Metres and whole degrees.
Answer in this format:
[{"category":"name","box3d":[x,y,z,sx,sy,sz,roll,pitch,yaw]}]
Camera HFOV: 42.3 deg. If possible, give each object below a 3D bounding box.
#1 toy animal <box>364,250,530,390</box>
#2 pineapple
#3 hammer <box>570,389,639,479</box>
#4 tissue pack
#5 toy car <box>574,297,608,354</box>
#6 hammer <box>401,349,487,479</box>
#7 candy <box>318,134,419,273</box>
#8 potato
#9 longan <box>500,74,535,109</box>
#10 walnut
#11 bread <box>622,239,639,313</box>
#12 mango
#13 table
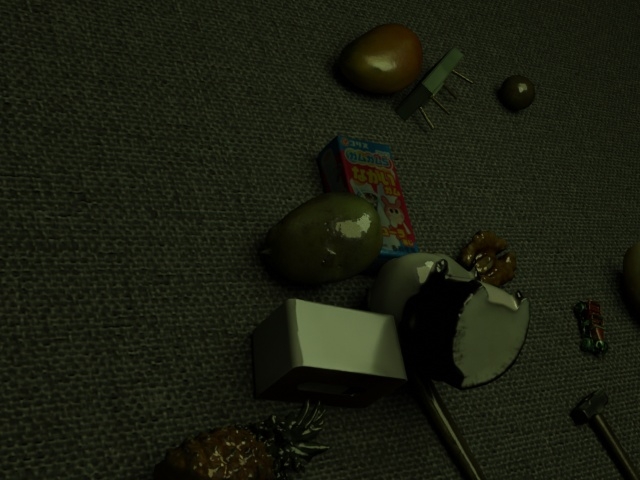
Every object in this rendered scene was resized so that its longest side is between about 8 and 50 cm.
[{"category":"toy animal","box3d":[0.232,0.143,1.647,0.250,0.310,0.251,-8,106,-28]},{"category":"pineapple","box3d":[-0.112,0.358,1.370,0.340,0.169,0.169,-20,75,-51]},{"category":"hammer","box3d":[0.719,0.530,1.934,0.111,0.043,0.366,-21,77,-43]},{"category":"tissue pack","box3d":[0.014,0.215,1.539,0.246,0.159,0.136,12,54,-29]},{"category":"toy car","box3d":[0.696,0.221,2.111,0.073,0.054,0.143,19,51,-24]},{"category":"hammer","box3d":[0.279,0.417,1.680,0.168,0.044,0.440,-21,76,-42]},{"category":"candy","box3d":[0.105,-0.077,1.840,0.157,0.100,0.306,7,57,-33]},{"category":"potato","box3d":[0.000,0.000,1.656,0.251,0.159,0.174,-16,45,-14]},{"category":"longan","box3d":[0.579,-0.435,2.434,0.106,0.106,0.119,43,4,-5]},{"category":"walnut","box3d":[0.398,0.051,1.992,0.170,0.069,0.143,-23,78,-42]},{"category":"bread","box3d":[0.954,0.158,2.261,0.314,0.171,0.192,29,52,-16]},{"category":"mango","box3d":[0.163,-0.456,2.108,0.175,0.139,0.254,42,52,10]},{"category":"table","box3d":[0.314,-0.395,2.186,0.111,0.121,0.240,43,46,-5]}]
